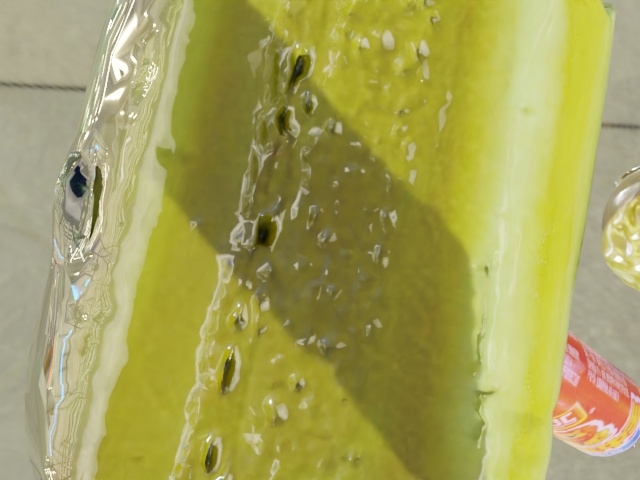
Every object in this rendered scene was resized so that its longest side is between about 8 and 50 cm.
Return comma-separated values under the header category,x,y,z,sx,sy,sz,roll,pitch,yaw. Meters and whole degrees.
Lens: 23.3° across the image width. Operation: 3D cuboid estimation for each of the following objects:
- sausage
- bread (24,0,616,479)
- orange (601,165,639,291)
category,x,y,z,sx,sy,sz,roll,pitch,yaw
sausage,0.167,0.098,1.127,0.074,0.274,0.074,-10,68,25
bread,0.000,0.000,0.767,0.251,0.208,0.377,10,79,-1
orange,0.406,-0.057,1.301,0.368,0.271,0.210,-42,76,31
